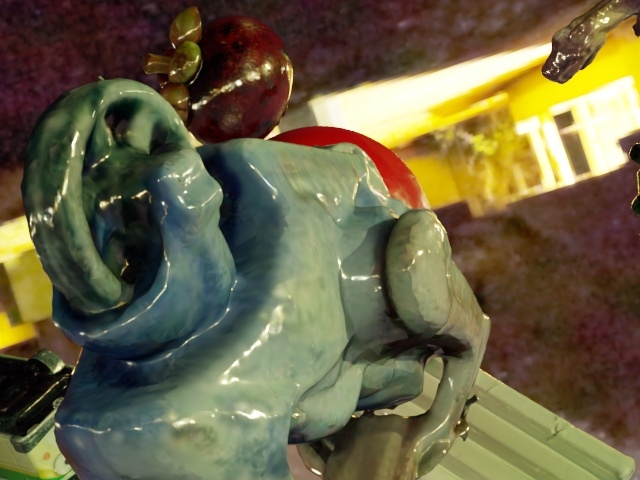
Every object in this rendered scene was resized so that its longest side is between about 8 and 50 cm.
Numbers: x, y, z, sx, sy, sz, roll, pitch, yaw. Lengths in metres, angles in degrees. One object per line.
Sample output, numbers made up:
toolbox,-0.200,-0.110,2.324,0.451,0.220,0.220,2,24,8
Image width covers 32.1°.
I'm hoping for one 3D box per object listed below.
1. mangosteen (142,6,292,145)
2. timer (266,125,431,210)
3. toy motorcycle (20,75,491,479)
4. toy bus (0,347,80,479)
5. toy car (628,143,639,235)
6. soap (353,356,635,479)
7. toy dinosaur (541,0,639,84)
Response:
mangosteen,-0.134,-0.211,1.448,0.200,0.200,0.200,-18,180,0
timer,0.000,0.000,1.832,0.378,0.378,0.279,-18,169,6
toy motorcycle,-0.010,0.057,0.529,0.182,0.241,0.319,-35,163,22
toy bus,-0.354,0.219,1.279,0.276,0.164,0.133,4,-144,39
toy car,0.454,-0.095,1.385,0.141,0.097,0.320,-64,179,28
soap,0.213,0.299,1.485,0.208,0.347,0.115,-44,151,-33
toy dinosaur,0.260,-0.233,0.856,0.200,0.072,0.251,-31,164,-23
